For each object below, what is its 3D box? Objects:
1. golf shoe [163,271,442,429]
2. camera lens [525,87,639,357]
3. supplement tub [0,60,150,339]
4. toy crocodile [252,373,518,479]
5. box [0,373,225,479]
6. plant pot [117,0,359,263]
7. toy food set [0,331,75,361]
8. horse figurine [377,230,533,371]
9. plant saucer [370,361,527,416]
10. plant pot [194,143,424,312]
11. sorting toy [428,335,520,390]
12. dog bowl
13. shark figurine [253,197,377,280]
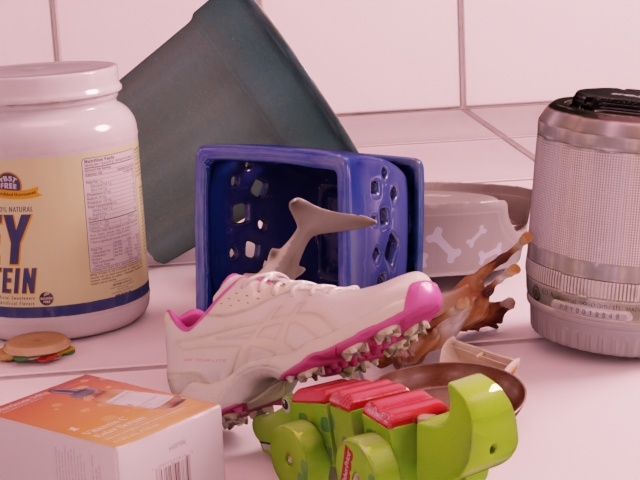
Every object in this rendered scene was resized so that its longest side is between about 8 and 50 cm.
[{"bbox_3d":[-0.032,0.077,1.352,0.306,0.140,0.115,-26,-17,26],"label":"golf shoe"},{"bbox_3d":[0.346,-0.027,1.627,0.219,0.274,0.219,3,12,-1],"label":"camera lens"},{"bbox_3d":[-0.343,-0.055,1.828,0.235,0.325,0.235,-3,13,1],"label":"supplement tub"},{"bbox_3d":[0.042,0.162,1.230,0.115,0.105,0.340,-10,4,-27],"label":"toy crocodile"},{"bbox_3d":[-0.187,0.187,1.251,0.170,0.091,0.130,7,16,37],"label":"box"},{"bbox_3d":[-0.170,-0.159,2.125,0.334,0.341,0.341,-34,15,-1],"label":"plant pot"},{"bbox_3d":[-0.335,0.127,1.708,0.082,0.020,0.083,7,15,36],"label":"toy food set"},{"bbox_3d":[0.138,0.082,1.599,0.263,0.066,0.174,-27,-16,-37],"label":"horse figurine"},{"bbox_3d":[0.117,0.163,1.402,0.168,0.029,0.168,-6,19,2],"label":"plant saucer"},{"bbox_3d":[0.000,0.000,1.753,0.236,0.236,0.212,5,8,36],"label":"plant pot"},{"bbox_3d":[0.152,0.143,1.495,0.083,0.045,0.075,17,34,34],"label":"sorting toy"},{"bbox_3d":[0.125,-0.020,2.012,0.349,0.102,0.349,0,8,0],"label":"dog bowl"},{"bbox_3d":[-0.051,0.087,1.588,0.116,0.278,0.166,35,-17,3],"label":"shark figurine"}]
